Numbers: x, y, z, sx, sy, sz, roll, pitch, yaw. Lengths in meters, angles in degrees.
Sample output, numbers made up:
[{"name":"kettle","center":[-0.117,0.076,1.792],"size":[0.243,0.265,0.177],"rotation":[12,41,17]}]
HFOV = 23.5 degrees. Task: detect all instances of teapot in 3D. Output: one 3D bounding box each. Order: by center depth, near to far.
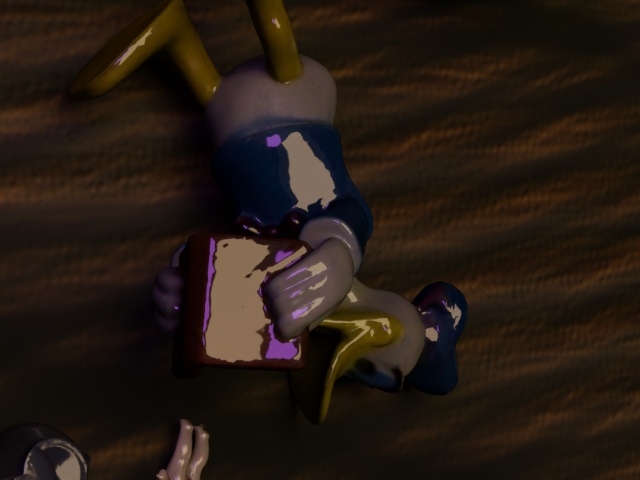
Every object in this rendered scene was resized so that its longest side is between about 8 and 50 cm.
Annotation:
[{"name":"teapot","center":[-0.180,0.146,0.937],"size":[0.088,0.057,0.066],"rotation":[-17,88,-34]}]

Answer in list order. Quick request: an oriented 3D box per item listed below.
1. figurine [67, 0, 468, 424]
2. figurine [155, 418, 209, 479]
[{"name":"figurine","center":[0.000,0.000,1.011],"size":[0.338,0.204,0.283],"rotation":[48,32,-28]},{"name":"figurine","center":[-0.087,0.170,1.000],"size":[0.064,0.047,0.109],"rotation":[34,54,-47]}]
